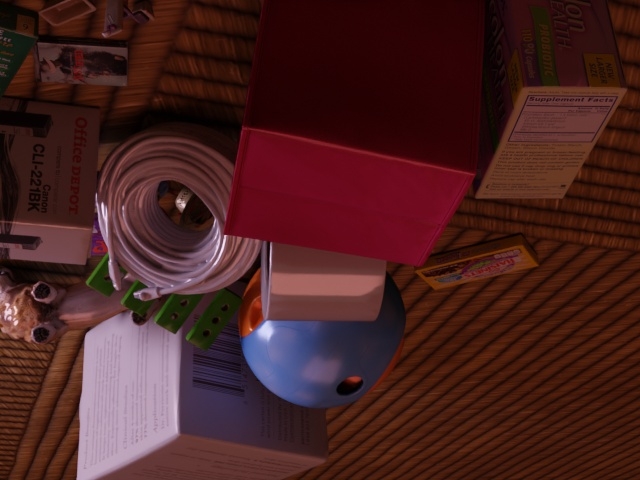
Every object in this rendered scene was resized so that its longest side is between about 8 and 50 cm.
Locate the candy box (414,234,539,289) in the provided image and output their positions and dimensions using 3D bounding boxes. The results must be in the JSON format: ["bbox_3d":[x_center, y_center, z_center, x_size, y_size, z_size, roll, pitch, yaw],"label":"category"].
[{"bbox_3d":[0.284,0.042,1.968,0.206,0.027,0.105,-15,154,23],"label":"candy box"}]

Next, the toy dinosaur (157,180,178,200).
[{"bbox_3d":[-0.245,-0.096,1.661,0.090,0.047,0.082,-23,164,-48],"label":"toy dinosaur"}]

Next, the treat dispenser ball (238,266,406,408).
[{"bbox_3d":[0.003,0.143,1.853,0.288,0.288,0.288,-2,153,-1],"label":"treat dispenser ball"}]

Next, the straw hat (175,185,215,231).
[{"bbox_3d":[-0.191,-0.059,1.684,0.061,0.144,0.144,31,166,26],"label":"straw hat"}]

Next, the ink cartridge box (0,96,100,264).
[{"bbox_3d":[-0.440,-0.086,1.465,0.273,0.197,0.114,5,152,-16],"label":"ink cartridge box"}]

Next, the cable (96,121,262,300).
[{"bbox_3d":[-0.197,-0.044,1.553,0.257,0.089,0.257,-3,113,18],"label":"cable"}]

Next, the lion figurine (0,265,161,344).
[{"bbox_3d":[-0.393,0.101,1.896,0.392,0.142,0.240,-5,179,-10],"label":"lion figurine"}]

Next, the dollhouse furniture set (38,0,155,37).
[{"bbox_3d":[-0.269,-0.252,1.283,0.114,0.081,0.091,-16,150,24],"label":"dollhouse furniture set"}]

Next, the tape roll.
[{"bbox_3d":[0.000,0.000,1.624,0.169,0.246,0.246,1,153,-6],"label":"tape roll"}]

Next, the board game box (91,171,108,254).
[{"bbox_3d":[-0.457,-0.038,1.726,0.347,0.056,0.208,-1,157,-3],"label":"board game box"}]

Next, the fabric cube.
[{"bbox_3d":[0.036,-0.145,1.301,0.258,0.254,0.259,9,152,-6],"label":"fabric cube"}]

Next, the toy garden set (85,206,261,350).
[{"bbox_3d":[-0.227,0.039,1.763,0.244,0.049,0.204,35,93,-31],"label":"toy garden set"}]

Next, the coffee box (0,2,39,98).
[{"bbox_3d":[-0.433,-0.234,1.348,0.113,0.040,0.184,13,150,-28],"label":"coffee box"}]

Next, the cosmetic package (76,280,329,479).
[{"bbox_3d":[-0.233,0.294,2.084,0.327,0.329,0.394,17,148,-34],"label":"cosmetic package"}]

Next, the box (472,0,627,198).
[{"bbox_3d":[0.253,-0.198,1.291,0.117,0.213,0.243,0,153,-7],"label":"box"}]

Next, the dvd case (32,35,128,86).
[{"bbox_3d":[-0.309,-0.231,1.397,0.119,0.013,0.087,3,152,-10],"label":"dvd case"}]
